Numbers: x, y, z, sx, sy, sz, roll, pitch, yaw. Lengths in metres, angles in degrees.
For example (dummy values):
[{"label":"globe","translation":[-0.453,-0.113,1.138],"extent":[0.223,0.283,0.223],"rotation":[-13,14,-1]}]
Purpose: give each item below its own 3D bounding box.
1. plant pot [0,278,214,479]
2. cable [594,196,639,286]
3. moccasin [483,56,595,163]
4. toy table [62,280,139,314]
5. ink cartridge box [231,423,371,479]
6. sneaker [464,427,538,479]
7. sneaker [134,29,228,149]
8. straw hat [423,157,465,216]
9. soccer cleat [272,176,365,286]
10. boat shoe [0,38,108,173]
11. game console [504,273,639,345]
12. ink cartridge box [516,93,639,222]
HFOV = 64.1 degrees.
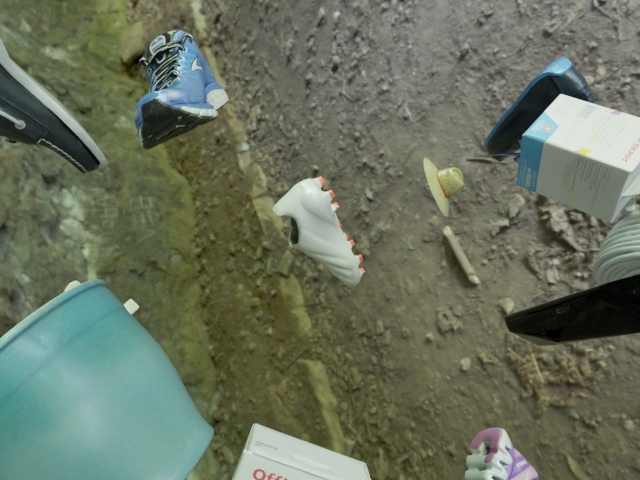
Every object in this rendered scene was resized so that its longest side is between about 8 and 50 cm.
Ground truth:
[{"label":"plant pot","translation":[-0.287,0.233,0.651],"extent":[0.255,0.271,0.271],"rotation":[42,148,-1]},{"label":"cable","translation":[0.524,0.058,0.711],"extent":[0.257,0.089,0.257],"rotation":[22,159,30]},{"label":"moccasin","translation":[0.428,-0.224,1.037],"extent":[0.117,0.138,0.342],"rotation":[48,177,10]},{"label":"toy table","translation":[-0.490,0.223,1.090],"extent":[0.274,0.161,0.252],"rotation":[-19,112,39]},{"label":"ink cartridge box","translation":[-0.069,0.504,0.859],"extent":[0.129,0.223,0.307],"rotation":[-163,93,-88]},{"label":"sneaker","translation":[0.250,0.400,0.742],"extent":[0.105,0.236,0.095],"rotation":[38,151,-4]},{"label":"sneaker","translation":[-0.243,-0.250,0.825],"extent":[0.330,0.130,0.147],"rotation":[-101,-14,-65]},{"label":"straw hat","translation":[0.283,-0.127,1.125],"extent":[0.061,0.144,0.144],"rotation":[-20,73,25]},{"label":"soccer cleat","translation":[0.000,0.000,0.670],"extent":[0.068,0.076,0.196],"rotation":[56,175,45]},{"label":"boat shoe","translation":[-0.381,-0.172,0.612],"extent":[0.114,0.091,0.302],"rotation":[34,165,38]},{"label":"game console","translation":[0.361,0.035,0.439],"extent":[0.213,0.362,0.043],"rotation":[106,154,-74]},{"label":"ink cartridge box","translation":[0.328,-0.096,0.616],"extent":[0.143,0.092,0.089],"rotation":[33,155,32]}]
